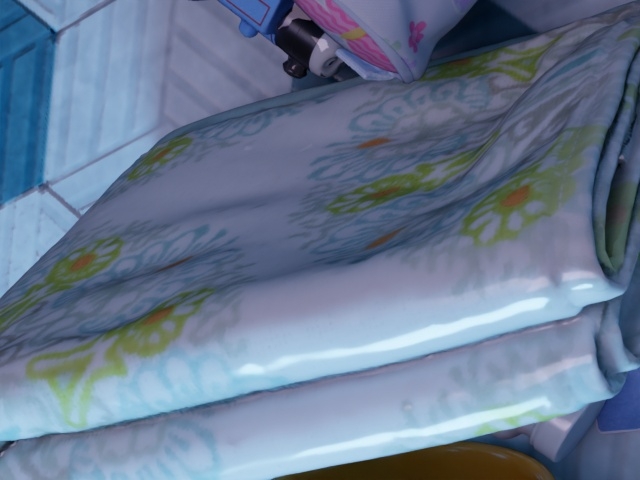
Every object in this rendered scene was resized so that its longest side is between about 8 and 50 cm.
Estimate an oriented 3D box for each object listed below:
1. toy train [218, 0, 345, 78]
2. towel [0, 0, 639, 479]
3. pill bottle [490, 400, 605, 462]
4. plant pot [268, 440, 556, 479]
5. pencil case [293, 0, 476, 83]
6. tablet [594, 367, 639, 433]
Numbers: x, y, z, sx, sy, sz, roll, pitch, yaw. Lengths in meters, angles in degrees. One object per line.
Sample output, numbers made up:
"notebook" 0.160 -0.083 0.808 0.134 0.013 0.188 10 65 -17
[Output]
"toy train" -0.031 -0.168 0.890 0.184 0.080 0.105 39 119 18
"towel" 0.000 0.000 0.747 0.374 0.320 0.090 -16 108 28
"pill bottle" 0.093 0.066 0.844 0.116 0.065 0.065 36 109 22
"plant pot" 0.042 0.232 0.821 0.205 0.205 0.188 -7 105 28
"pencil case" 0.083 -0.207 0.757 0.113 0.124 0.273 40 90 26
"tablet" 0.166 0.060 0.838 0.054 0.006 0.083 -10 88 28
